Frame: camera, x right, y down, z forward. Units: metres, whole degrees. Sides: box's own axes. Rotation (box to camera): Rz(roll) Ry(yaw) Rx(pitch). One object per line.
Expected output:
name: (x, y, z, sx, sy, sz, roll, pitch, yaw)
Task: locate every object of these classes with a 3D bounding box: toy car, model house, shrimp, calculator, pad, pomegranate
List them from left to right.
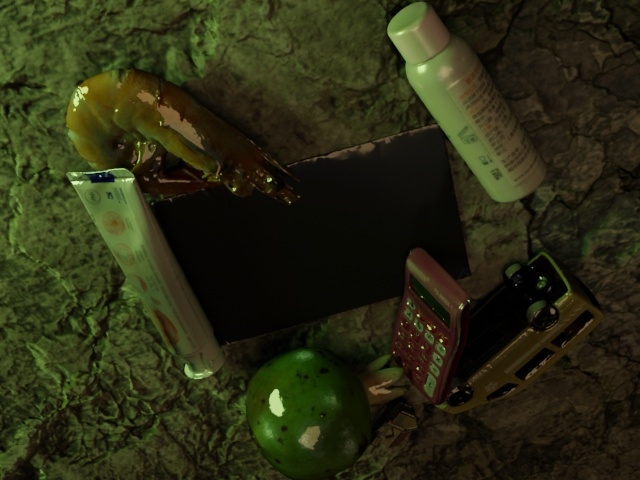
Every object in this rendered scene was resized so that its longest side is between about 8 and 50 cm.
shrimp: (-0.161, -0.093, 1.067, 0.287, 0.063, 0.152, 31, 116, -21)
pad: (0.000, 0.000, 1.187, 0.368, 0.007, 0.247, -16, 124, 2)
pomegranate: (0.010, 0.222, 1.241, 0.225, 0.187, 0.187, -21, 126, -19)
model house: (0.116, 0.272, 1.353, 0.058, 0.057, 0.083, 27, 114, -18)
calculator: (0.144, 0.114, 1.209, 0.034, 0.126, 0.190, -13, 130, -28)
toy car: (0.259, 0.140, 1.259, 0.124, 0.101, 0.256, 31, 113, -33)

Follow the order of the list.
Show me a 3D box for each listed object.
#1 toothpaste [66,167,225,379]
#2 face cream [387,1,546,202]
toothpaste: (-0.207, 0.043, 1.148, 0.100, 0.066, 0.323, 0, 130, 30)
face cream: (0.168, -0.159, 1.061, 0.082, 0.082, 0.269, -33, 121, 14)
